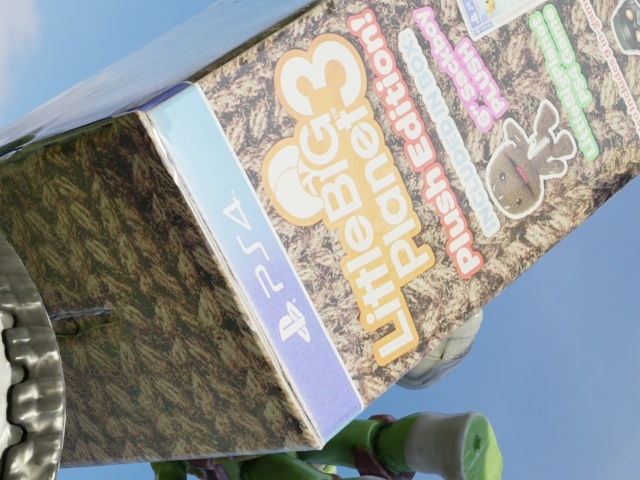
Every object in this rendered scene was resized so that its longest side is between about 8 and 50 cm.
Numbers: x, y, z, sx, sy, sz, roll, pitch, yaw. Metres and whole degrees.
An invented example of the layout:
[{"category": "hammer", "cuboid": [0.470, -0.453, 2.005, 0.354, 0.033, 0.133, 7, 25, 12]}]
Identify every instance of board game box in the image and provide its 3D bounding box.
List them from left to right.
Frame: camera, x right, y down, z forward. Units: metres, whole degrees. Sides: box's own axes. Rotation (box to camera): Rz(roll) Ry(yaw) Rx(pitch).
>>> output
[{"category": "board game box", "cuboid": [-0.010, -0.037, 0.797, 0.291, 0.141, 0.232, -37, -165, -36]}]

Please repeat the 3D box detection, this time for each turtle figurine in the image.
[{"category": "turtle figurine", "cuboid": [-0.023, 0.190, 1.190, 0.266, 0.197, 0.275, 3, -98, 34]}]

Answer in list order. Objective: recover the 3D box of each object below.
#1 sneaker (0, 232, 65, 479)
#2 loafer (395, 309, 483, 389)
[{"category": "sneaker", "cuboid": [-0.149, 0.125, 0.641, 0.121, 0.111, 0.300, -25, -108, 62]}, {"category": "loafer", "cuboid": [0.000, 0.000, 1.543, 0.111, 0.319, 0.112, -57, 179, 44]}]
